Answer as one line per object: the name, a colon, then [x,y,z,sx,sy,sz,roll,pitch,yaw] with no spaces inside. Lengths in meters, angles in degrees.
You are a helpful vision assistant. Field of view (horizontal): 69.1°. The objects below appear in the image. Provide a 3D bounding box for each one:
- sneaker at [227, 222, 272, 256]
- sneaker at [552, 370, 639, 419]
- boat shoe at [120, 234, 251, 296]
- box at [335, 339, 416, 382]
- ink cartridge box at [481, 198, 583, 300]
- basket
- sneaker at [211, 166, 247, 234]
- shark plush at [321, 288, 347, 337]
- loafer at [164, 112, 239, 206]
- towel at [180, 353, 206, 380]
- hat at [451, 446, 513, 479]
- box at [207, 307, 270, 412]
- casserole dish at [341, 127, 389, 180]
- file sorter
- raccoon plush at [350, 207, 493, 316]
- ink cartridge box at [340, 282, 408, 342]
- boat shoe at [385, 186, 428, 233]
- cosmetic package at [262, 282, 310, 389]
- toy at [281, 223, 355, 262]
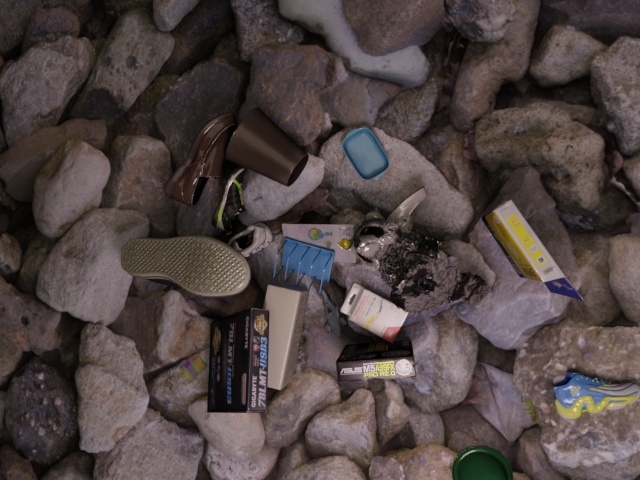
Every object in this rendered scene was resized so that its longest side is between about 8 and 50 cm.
sneaker: [-0.296,0.047,1.558,0.292,0.118,0.110,-44,83,6]
sneaker: [0.803,0.435,1.366,0.240,0.091,0.126,-22,83,8]
boat shoe: [-0.420,0.079,1.505,0.501,0.156,0.186,5,79,28]
box: [0.169,0.354,1.385,0.217,0.270,0.060,-7,87,10]
ink cartridge box: [0.579,0.039,1.319,0.072,0.303,0.307,-31,81,9]
basket: [-0.165,-0.294,1.543,0.227,0.154,0.204,34,99,6]
sneaker: [-0.291,-0.134,1.594,0.097,0.084,0.234,23,99,-3]
shark plush: [0.041,0.233,1.515,0.073,0.067,0.161,-9,85,9]
loafer: [-0.380,-0.267,1.594,0.130,0.134,0.365,39,103,5]
towel: [-0.439,0.439,1.611,0.083,0.009,0.060,-43,82,5]
hat: [0.499,0.722,1.351,0.209,0.183,0.172,7,87,10]
box: [-0.258,0.376,1.434,0.073,0.293,0.295,11,68,-33]
casserole dish: [0.150,-0.284,1.544,0.114,0.037,0.188,-31,83,6]
file sorter: [-0.056,0.083,1.499,0.171,0.104,0.118,16,121,10]
raccoon plush: [0.282,0.084,1.422,0.216,0.446,0.299,-51,40,7]
ink cartridge box: [0.169,0.229,1.494,0.198,0.067,0.115,27,92,10]
boat shoe: [0.253,-0.051,1.487,0.096,0.098,0.277,45,104,7]
cosmetic package: [-0.128,0.299,1.494,0.113,0.160,0.309,10,87,10]
toy: [0.000,0.000,1.530,0.238,0.056,0.136,3,117,17]
